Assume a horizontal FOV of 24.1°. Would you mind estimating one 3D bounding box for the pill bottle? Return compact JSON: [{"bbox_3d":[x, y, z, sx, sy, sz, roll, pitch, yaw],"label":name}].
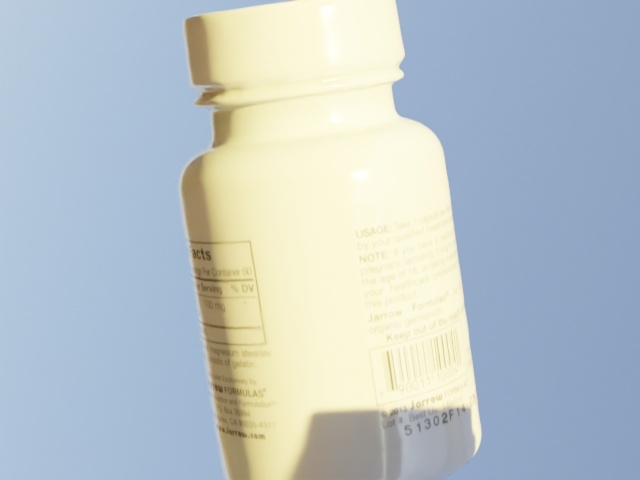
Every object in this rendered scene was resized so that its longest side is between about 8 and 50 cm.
[{"bbox_3d":[0.000,0.000,0.724,0.131,0.131,0.229,5,-75,58],"label":"pill bottle"}]
